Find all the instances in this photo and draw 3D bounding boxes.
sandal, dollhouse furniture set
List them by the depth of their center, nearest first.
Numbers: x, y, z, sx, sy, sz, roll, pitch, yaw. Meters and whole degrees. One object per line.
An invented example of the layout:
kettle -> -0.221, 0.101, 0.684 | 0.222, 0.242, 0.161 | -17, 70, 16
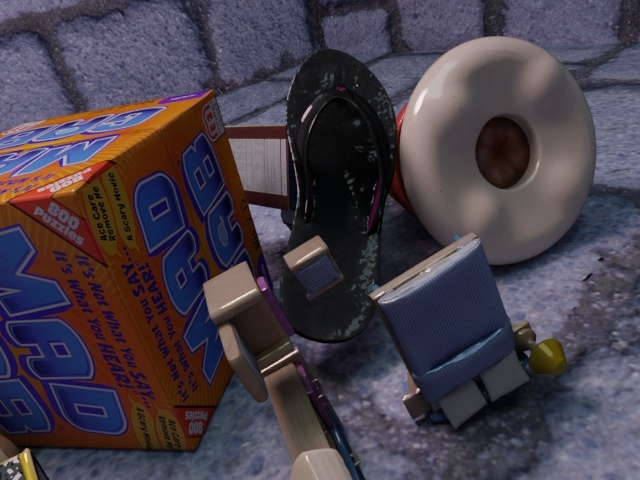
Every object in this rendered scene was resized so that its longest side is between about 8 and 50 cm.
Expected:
dollhouse furniture set -> 0.101, 0.115, 0.507 | 0.303, 0.287, 0.198 | -29, 30, -6
sandal -> 0.032, -0.087, 0.744 | 0.167, 0.107, 0.447 | 4, 70, -6

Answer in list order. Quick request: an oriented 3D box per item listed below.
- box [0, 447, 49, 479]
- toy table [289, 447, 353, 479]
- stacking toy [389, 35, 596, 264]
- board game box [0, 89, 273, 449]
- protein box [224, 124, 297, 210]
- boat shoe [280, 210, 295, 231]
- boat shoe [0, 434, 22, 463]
box -> -0.298, 0.325, 0.320 | 0.321, 0.079, 0.257 | -24, 52, -25
toy table -> 0.019, 0.266, 0.285 | 0.274, 0.161, 0.252 | -3, 36, -41
stacking toy -> 0.221, -0.146, 1.023 | 0.350, 0.351, 0.480 | -22, 10, -16
board game box -> -0.321, 0.031, 0.773 | 0.356, 0.357, 0.356 | -5, 29, 17
protein box -> -0.037, -0.135, 0.966 | 0.199, 0.136, 0.201 | -9, 14, -39
boat shoe -> 0.000, 0.000, 0.944 | 0.120, 0.119, 0.335 | -2, 11, -13
boat shoe -> -0.528, 0.301, 0.628 | 0.341, 0.124, 0.123 | -2, 29, 6
